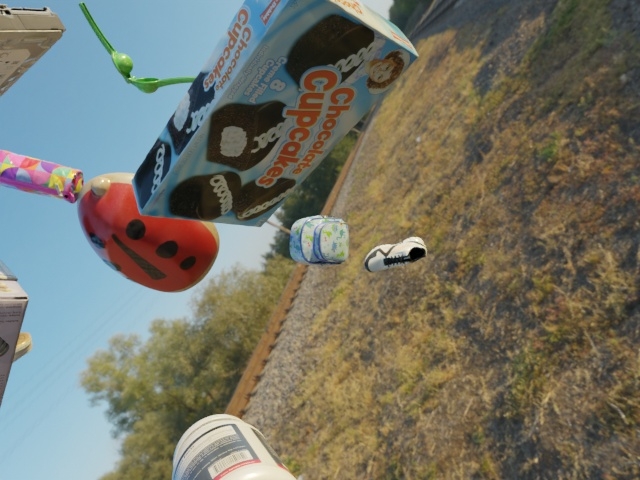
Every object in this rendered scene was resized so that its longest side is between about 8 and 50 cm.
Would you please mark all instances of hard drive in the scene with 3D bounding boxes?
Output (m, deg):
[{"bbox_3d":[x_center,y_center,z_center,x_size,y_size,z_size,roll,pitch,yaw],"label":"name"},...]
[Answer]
[{"bbox_3d":[-0.723,-0.366,1.016,0.338,0.064,0.237,-25,12,27],"label":"hard drive"}]

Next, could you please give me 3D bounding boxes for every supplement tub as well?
[{"bbox_3d":[-0.155,0.440,0.864,0.191,0.191,0.272,-61,23,-10],"label":"supplement tub"}]

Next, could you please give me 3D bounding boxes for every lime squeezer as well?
[{"bbox_3d":[-0.423,-0.407,1.118,0.110,0.310,0.059,-51,14,41],"label":"lime squeezer"}]

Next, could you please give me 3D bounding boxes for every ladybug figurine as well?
[{"bbox_3d":[-0.433,0.003,1.246,0.449,0.304,0.162,56,-157,-53],"label":"ladybug figurine"}]

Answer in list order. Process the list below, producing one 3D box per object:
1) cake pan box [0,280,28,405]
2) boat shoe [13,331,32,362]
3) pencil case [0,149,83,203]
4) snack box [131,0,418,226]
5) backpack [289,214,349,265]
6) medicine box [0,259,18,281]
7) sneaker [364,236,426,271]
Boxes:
[{"bbox_3d":[-0.545,0.169,0.617,0.266,0.070,0.246,5,-74,-49],"label":"cake pan box"},{"bbox_3d":[-0.789,0.315,1.125,0.276,0.096,0.098,-30,25,-16],"label":"boat shoe"},{"bbox_3d":[-0.764,-0.171,1.317,0.104,0.236,0.105,-166,90,-83],"label":"pencil case"},{"bbox_3d":[-0.061,-0.138,0.567,0.187,0.060,0.322,5,-39,-46],"label":"snack box"},{"bbox_3d":[0.000,0.000,0.992,0.084,0.114,0.105,2,92,55],"label":"backpack"},{"bbox_3d":[-0.995,0.133,1.251,0.263,0.149,0.289,-44,-2,-8],"label":"medicine box"},{"bbox_3d":[0.124,0.025,0.806,0.109,0.040,0.044,-22,21,-1],"label":"sneaker"}]
